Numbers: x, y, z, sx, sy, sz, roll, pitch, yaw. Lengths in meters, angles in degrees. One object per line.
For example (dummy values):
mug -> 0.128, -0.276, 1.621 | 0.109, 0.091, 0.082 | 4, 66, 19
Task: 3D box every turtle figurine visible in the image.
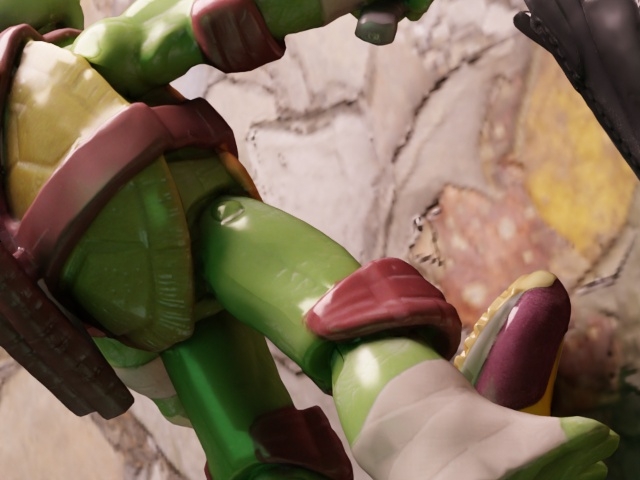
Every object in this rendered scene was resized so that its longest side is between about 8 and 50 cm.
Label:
turtle figurine -> 0.000, 0.000, 0.599 | 0.198, 0.274, 0.266 | -40, 64, 12

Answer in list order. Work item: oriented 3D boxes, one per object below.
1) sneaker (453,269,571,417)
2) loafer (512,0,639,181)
sneaker -> 0.076, 0.105, 0.636 | 0.083, 0.069, 0.186 | 19, 103, 15
loafer -> 0.105, -0.082, 0.585 | 0.078, 0.076, 0.223 | -40, 72, 57
